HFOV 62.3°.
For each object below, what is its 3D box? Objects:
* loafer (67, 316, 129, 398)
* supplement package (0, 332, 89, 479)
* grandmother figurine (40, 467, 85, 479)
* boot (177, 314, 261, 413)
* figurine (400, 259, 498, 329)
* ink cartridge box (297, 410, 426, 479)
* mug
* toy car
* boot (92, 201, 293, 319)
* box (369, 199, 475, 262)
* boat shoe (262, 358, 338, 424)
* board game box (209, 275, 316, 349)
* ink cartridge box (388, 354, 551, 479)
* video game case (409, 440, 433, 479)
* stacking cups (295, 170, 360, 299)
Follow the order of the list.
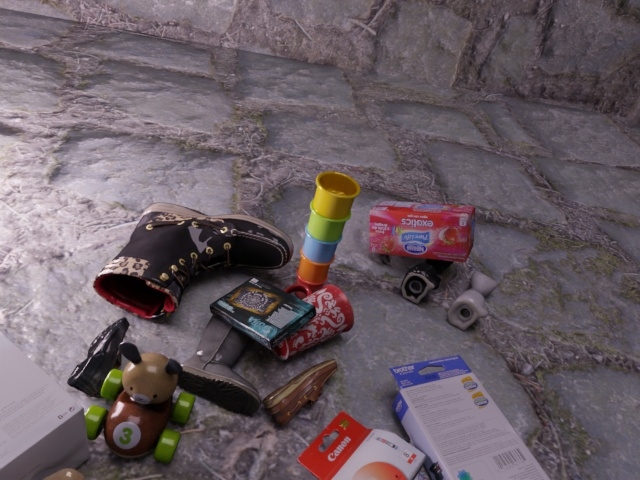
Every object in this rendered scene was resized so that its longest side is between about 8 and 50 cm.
[{"bbox_3d":[-0.397,0.215,0.983,0.061,0.062,0.170,49,34,-23],"label":"loafer"},{"bbox_3d":[-0.487,0.286,0.770,0.203,0.149,0.194,31,39,20],"label":"supplement package"},{"bbox_3d":[-0.309,0.439,0.612,0.207,0.104,0.342,25,17,-18],"label":"grandmother figurine"},{"bbox_3d":[-0.166,0.223,1.044,0.189,0.076,0.208,23,31,9],"label":"boot"},{"bbox_3d":[0.342,0.109,1.358,0.214,0.092,0.209,30,35,17],"label":"figurine"},{"bbox_3d":[0.073,0.380,0.926,0.179,0.045,0.145,31,41,25],"label":"ink cartridge box"},{"bbox_3d":[-0.039,0.173,1.132,0.169,0.113,0.150,-23,23,-35],"label":"mug"},{"bbox_3d":[-0.282,0.243,0.855,0.155,0.188,0.149,20,36,-5],"label":"toy car"},{"bbox_3d":[-0.271,0.051,1.161,0.377,0.138,0.284,15,35,5],"label":"boot"},{"bbox_3d":[0.267,-0.029,1.389,0.256,0.123,0.128,5,18,22],"label":"box"},{"bbox_3d":[-0.030,0.287,1.017,0.178,0.064,0.060,-26,84,-40],"label":"boat shoe"},{"bbox_3d":[-0.118,0.140,1.063,0.186,0.026,0.126,22,41,39],"label":"board game box"},{"bbox_3d":[0.264,0.360,0.985,0.185,0.065,0.311,-5,43,-25],"label":"ink cartridge box"},{"bbox_3d":[0.234,0.421,0.964,0.157,0.019,0.143,19,37,5],"label":"video game case"},{"bbox_3d":[0.000,0.000,1.176,0.095,0.316,0.096,11,40,-9],"label":"stacking cups"}]
